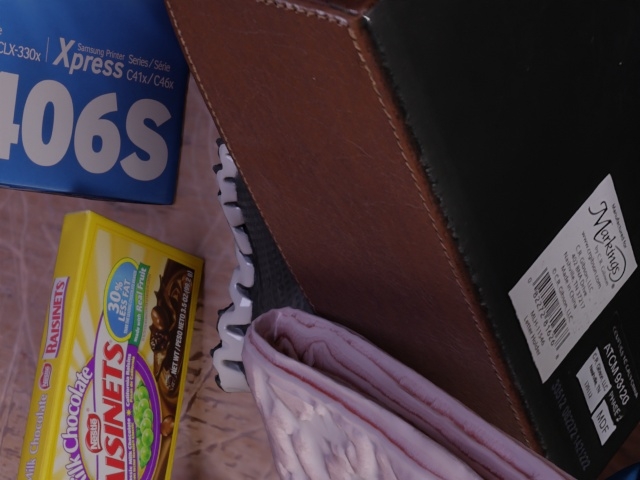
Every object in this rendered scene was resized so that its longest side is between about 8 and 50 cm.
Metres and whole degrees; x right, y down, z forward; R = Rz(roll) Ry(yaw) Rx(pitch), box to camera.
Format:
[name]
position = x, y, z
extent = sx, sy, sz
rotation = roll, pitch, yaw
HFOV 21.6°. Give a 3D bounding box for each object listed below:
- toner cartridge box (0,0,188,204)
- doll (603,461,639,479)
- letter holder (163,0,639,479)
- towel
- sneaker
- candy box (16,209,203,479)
[toner cartridge box]
position = -0.220, -0.117, 0.973
extent = 0.075, 0.347, 0.165
rotation = 4, 89, 39
[doll]
position = 0.171, 0.159, 0.814
extent = 0.129, 0.046, 0.189
rotation = 13, 94, 39
[letter holder]
position = 0.034, -0.052, 0.770
extent = 0.214, 0.302, 0.152
rotation = 20, 58, 40
[towel]
position = 0.075, 0.217, 0.722
extent = 0.317, 0.053, 0.332
rotation = 29, 137, 62
[sneaker]
position = 0.000, 0.000, 0.924
extent = 0.106, 0.078, 0.234
rotation = 20, 127, 21
[candy box]
position = -0.126, 0.095, 1.003
extent = 0.027, 0.105, 0.206
rotation = -8, 68, 41
